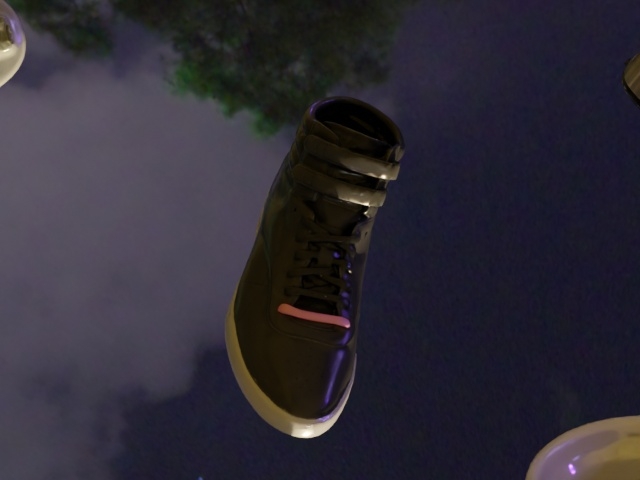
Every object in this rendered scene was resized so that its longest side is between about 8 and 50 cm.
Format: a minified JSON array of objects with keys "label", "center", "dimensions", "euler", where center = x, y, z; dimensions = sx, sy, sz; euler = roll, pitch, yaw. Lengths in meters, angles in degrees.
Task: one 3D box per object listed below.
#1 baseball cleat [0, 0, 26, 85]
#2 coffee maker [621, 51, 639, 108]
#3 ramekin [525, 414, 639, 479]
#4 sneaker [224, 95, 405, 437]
[{"label":"baseball cleat","center":[-0.237,-0.073,0.430],"dimensions":[0.206,0.072,0.109],"euler":[-14,-170,-24]},{"label":"coffee maker","center":[0.313,-0.133,0.669],"dimensions":[0.120,0.178,0.171],"euler":[-10,-128,-27]},{"label":"ramekin","center":[0.303,0.270,0.811],"dimensions":[0.277,0.135,0.277],"euler":[0,-160,0]},{"label":"sneaker","center":[0.000,0.000,0.770],"dimensions":[0.104,0.147,0.296],"euler":[16,-137,-10]}]
